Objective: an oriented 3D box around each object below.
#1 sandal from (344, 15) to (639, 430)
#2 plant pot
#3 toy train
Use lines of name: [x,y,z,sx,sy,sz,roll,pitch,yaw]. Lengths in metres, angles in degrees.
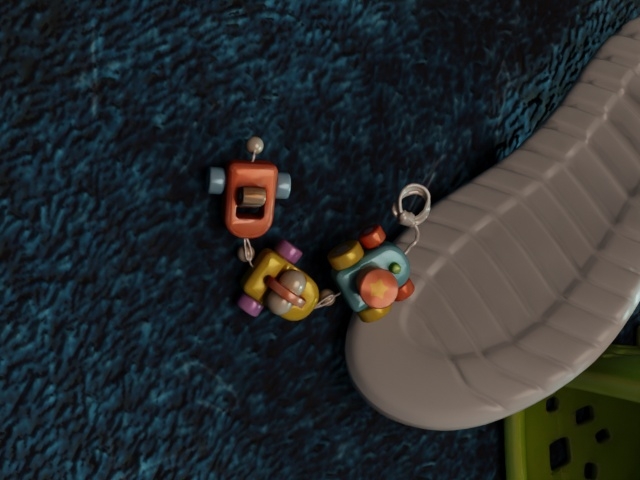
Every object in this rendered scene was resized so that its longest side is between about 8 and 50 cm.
sandal: [0.192,-0.004,0.986,0.416,0.169,0.102,-44,160,-14]
plant pot: [0.300,0.192,1.029,0.207,0.228,0.227,-15,105,-39]
toy train: [0.000,0.000,0.874,0.166,0.046,0.125,7,102,-17]
